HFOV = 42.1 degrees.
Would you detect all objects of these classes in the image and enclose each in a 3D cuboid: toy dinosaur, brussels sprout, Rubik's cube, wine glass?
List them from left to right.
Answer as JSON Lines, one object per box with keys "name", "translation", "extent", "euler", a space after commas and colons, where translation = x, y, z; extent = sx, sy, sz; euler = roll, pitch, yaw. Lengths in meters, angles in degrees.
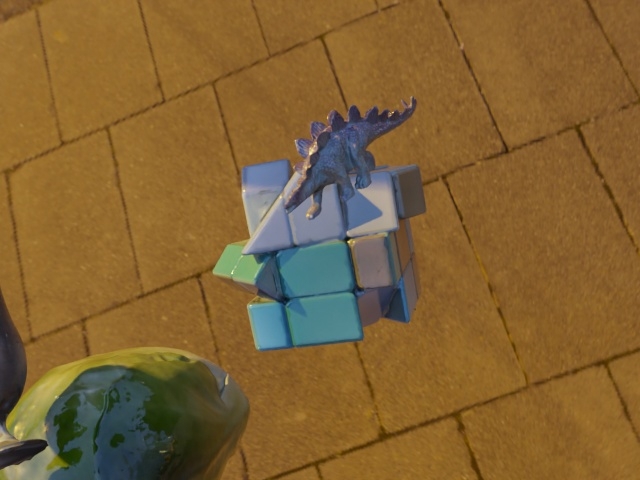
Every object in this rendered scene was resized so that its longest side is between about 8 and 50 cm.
{"name": "wine glass", "translation": [-0.399, 0.157, 0.983], "extent": [0.103, 0.103, 0.222], "euler": [-25, 70, 6]}
{"name": "brussels sprout", "translation": [-0.268, 0.294, 1.153], "extent": [0.281, 0.289, 0.354], "euler": [13, 29, 42]}
{"name": "Rubik's cube", "translation": [0.000, 0.000, 1.005], "extent": [0.265, 0.224, 0.213], "euler": [-9, 101, 14]}
{"name": "toy dinosaur", "translation": [0.034, -0.094, 0.815], "extent": [0.209, 0.082, 0.039], "euler": [-39, 27, -29]}
